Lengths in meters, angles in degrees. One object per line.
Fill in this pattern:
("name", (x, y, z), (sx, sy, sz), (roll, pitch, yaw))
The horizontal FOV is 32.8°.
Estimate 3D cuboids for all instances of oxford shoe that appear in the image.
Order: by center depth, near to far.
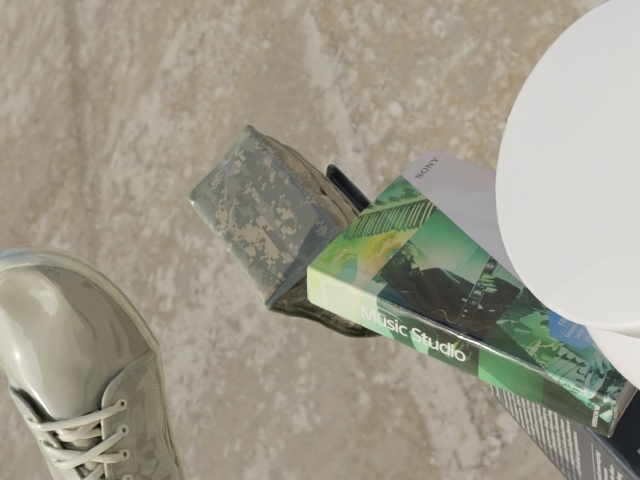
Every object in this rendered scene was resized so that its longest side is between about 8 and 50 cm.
("oxford shoe", (-0.245, 0.199, 1.185), (0.130, 0.169, 0.449), (-92, -9, -55))

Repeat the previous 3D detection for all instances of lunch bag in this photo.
("lunch bag", (0.000, 0.000, 1.502), (0.169, 0.287, 0.235), (-48, 55, 12))

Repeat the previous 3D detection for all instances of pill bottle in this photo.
("pill bottle", (0.233, -0.002, 0.471), (0.181, 0.323, 0.181), (-21, 64, 49))

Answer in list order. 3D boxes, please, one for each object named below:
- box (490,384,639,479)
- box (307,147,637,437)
("box", (0.412, 0.174, 1.236), (0.293, 0.212, 0.395), (-31, 49, -10))
("box", (0.181, 0.033, 1.055), (0.322, 0.232, 0.058), (21, 136, 28))
